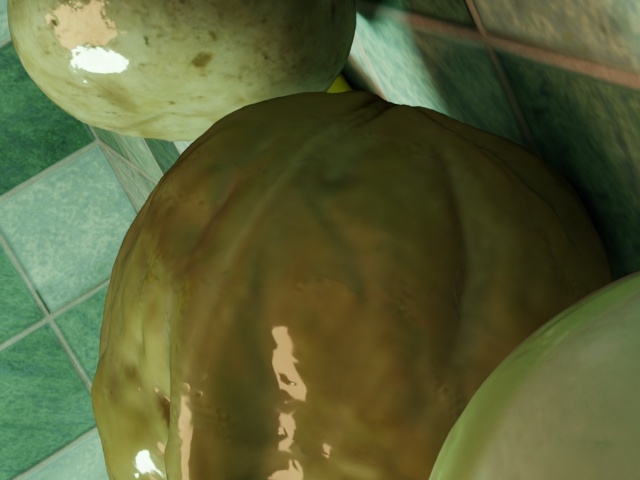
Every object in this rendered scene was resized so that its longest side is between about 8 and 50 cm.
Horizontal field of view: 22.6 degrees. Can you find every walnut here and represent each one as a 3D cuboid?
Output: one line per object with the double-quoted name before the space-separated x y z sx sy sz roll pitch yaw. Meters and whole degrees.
"walnut" 0.019 0.082 1.054 0.381 0.381 0.381 54 168 18

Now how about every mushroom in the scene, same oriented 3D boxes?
"mushroom" -0.099 -0.189 1.141 0.189 0.253 0.195 106 163 -75

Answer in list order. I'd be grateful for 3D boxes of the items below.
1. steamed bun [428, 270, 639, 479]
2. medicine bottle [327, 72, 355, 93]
"steamed bun" 0.181 0.132 0.720 0.309 0.309 0.309 54 168 18
"medicine bottle" -0.030 -0.137 1.356 0.309 0.076 0.111 54 153 21
